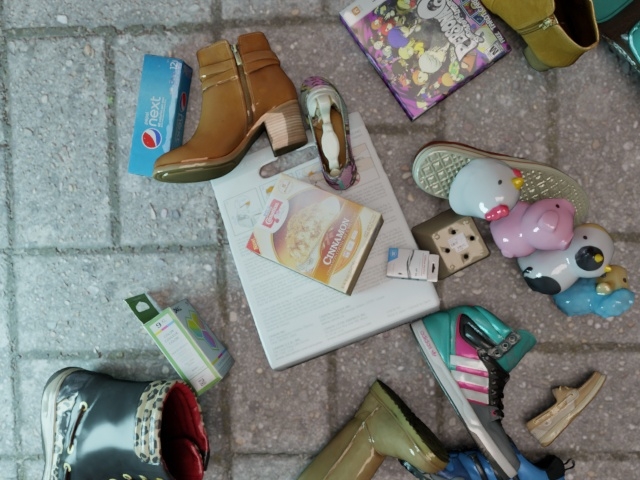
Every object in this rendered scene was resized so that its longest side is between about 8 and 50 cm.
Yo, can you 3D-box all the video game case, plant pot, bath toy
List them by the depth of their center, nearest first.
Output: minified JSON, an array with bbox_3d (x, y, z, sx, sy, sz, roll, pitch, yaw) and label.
[{"bbox_3d":[0.356,-0.004,0.947,0.348,0.129,0.151,37,108,-22],"label":"bath toy"},{"bbox_3d":[0.234,0.005,1.032,0.109,0.096,0.109,-27,92,4],"label":"plant pot"},{"bbox_3d":[0.182,-0.364,1.044,0.210,0.042,0.232,-34,91,5],"label":"video game case"}]

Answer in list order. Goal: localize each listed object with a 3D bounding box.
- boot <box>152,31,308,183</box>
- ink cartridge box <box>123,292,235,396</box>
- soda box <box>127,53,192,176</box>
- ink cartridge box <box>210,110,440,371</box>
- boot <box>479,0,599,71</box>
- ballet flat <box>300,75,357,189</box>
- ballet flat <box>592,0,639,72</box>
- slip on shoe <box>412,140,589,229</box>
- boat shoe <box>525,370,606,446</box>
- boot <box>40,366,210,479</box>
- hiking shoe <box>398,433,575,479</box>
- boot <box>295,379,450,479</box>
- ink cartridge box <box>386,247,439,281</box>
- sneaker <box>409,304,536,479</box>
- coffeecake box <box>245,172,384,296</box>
[{"bbox_3d":[-0.179,-0.231,1.023,0.283,0.109,0.220,-21,86,-6],"label":"boot"},{"bbox_3d":[-0.247,0.165,1.056,0.062,0.109,0.209,-37,90,4],"label":"ink cartridge box"},{"bbox_3d":[-0.285,-0.217,1.061,0.071,0.067,0.210,9,93,3],"label":"soda box"},{"bbox_3d":[0.000,0.000,1.069,0.308,0.091,0.385,-22,75,4],"label":"ink cartridge box"},{"bbox_3d":[0.333,-0.412,0.950,0.104,0.211,0.295,-33,91,3],"label":"boot"},{"bbox_3d":[0.014,-0.195,1.018,0.077,0.079,0.221,-14,78,4],"label":"ballet flat"},{"bbox_3d":[0.533,-0.394,0.972,0.483,0.164,0.182,49,55,-1],"label":"ballet flat"},{"bbox_3d":[0.310,-0.098,1.023,0.331,0.101,0.123,15,115,-10],"label":"slip on shoe"},{"bbox_3d":[0.434,0.287,1.054,0.170,0.063,0.059,-44,63,-6],"label":"boat shoe"},{"bbox_3d":[-0.333,0.404,1.018,0.284,0.138,0.377,-7,85,27],"label":"boot"},{"bbox_3d":[0.287,0.400,1.056,0.304,0.113,0.132,20,77,-3],"label":"hiking shoe"},{"bbox_3d":[0.074,0.401,1.005,0.089,0.236,0.269,37,91,-22],"label":"boot"},{"bbox_3d":[0.152,0.040,0.976,0.083,0.028,0.048,4,80,9],"label":"ink cartridge box"},{"bbox_3d":[0.298,0.231,1.007,0.178,0.124,0.295,-30,69,4],"label":"sneaker"},{"bbox_3d":[-0.008,-0.010,0.991,0.185,0.068,0.142,23,84,14],"label":"coffeecake box"}]
